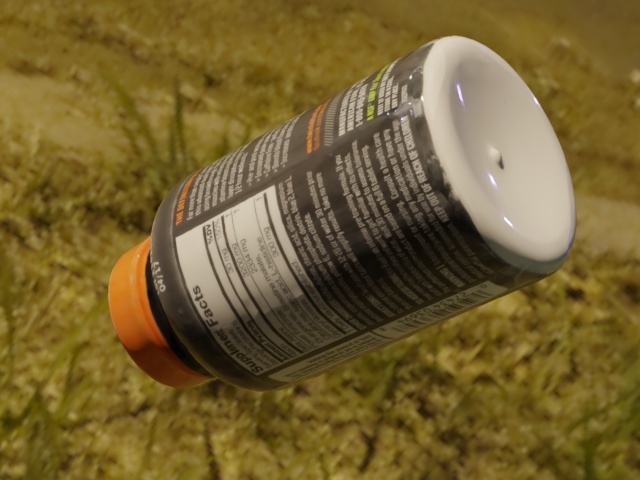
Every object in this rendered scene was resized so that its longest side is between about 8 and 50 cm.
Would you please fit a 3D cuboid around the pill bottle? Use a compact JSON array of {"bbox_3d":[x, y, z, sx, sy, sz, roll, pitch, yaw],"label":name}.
[{"bbox_3d":[0.000,0.000,0.821,0.130,0.245,0.130,32,45,-39],"label":"pill bottle"}]
